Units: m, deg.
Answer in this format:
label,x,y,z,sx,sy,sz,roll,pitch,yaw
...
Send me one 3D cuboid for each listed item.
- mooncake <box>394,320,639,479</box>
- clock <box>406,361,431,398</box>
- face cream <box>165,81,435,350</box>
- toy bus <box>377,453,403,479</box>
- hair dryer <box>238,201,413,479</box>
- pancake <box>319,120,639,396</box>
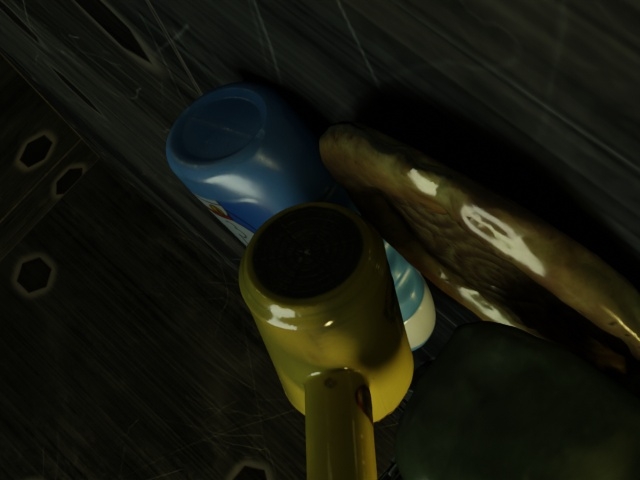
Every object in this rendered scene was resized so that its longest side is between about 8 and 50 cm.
label,x,y,z,sx,sy,sz,roll,pitch,yaw
mooncake,0.120,0.118,0.471,0.168,0.104,0.175,22,170,36
clock,0.197,0.238,1.139,0.226,0.049,0.226,40,172,7
face cream,0.000,0.000,0.674,0.149,0.083,0.264,25,162,48
toy bus,0.136,0.307,1.110,0.152,0.144,0.330,41,174,9
hair dryer,0.010,0.120,0.507,0.135,0.090,0.279,74,-170,-51
pancake,0.093,0.017,0.492,0.250,0.031,0.250,38,175,4
